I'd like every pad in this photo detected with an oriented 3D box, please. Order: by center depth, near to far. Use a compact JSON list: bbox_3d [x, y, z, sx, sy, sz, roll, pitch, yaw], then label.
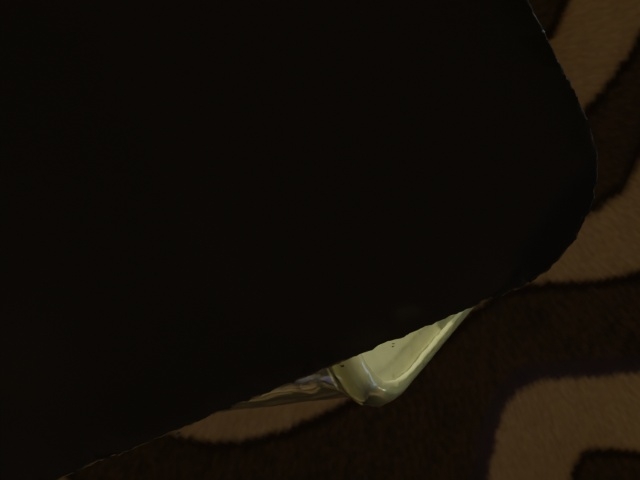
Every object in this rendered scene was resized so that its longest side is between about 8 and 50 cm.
[{"bbox_3d":[-0.108,-0.013,0.465,0.375,0.063,0.315,-23,108,18],"label":"pad"}]

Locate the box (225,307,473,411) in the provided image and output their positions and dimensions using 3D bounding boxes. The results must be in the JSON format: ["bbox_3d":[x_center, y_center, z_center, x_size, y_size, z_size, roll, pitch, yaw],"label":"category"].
[{"bbox_3d":[0.000,0.000,0.895,0.178,0.274,0.138,-14,106,34],"label":"box"}]
